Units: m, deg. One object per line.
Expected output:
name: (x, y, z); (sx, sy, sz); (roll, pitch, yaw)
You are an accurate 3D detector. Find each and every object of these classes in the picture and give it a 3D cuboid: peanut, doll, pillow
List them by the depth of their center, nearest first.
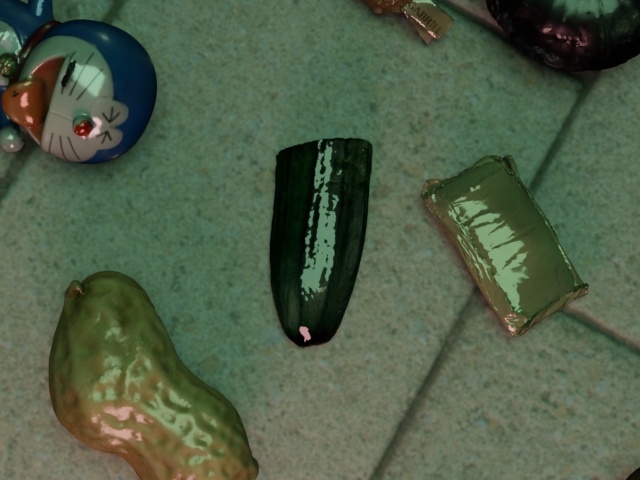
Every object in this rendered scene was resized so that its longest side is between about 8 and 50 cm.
peanut: (-0.199, 0.176, 1.736); (0.159, 0.143, 0.291); (-37, 86, -10)
doll: (-0.306, -0.195, 1.790); (0.257, 0.161, 0.215); (26, 107, 13)
pillow: (0.213, 0.000, 1.839); (0.119, 0.053, 0.208); (-29, 83, -12)
doll: (0.071, -0.325, 1.864); (0.221, 0.105, 0.115); (40, 73, 6)

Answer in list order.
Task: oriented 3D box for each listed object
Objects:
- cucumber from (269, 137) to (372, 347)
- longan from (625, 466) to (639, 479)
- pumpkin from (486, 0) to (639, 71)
cucumber: (0.000, 0.000, 1.823); (0.115, 0.063, 0.244); (3, 81, -3)
longan: (0.393, 0.330, 1.739); (0.167, 0.167, 0.187); (-9, 55, -6)
pumpkin: (0.304, -0.309, 1.848); (0.233, 0.163, 0.233); (0, 78, 0)
